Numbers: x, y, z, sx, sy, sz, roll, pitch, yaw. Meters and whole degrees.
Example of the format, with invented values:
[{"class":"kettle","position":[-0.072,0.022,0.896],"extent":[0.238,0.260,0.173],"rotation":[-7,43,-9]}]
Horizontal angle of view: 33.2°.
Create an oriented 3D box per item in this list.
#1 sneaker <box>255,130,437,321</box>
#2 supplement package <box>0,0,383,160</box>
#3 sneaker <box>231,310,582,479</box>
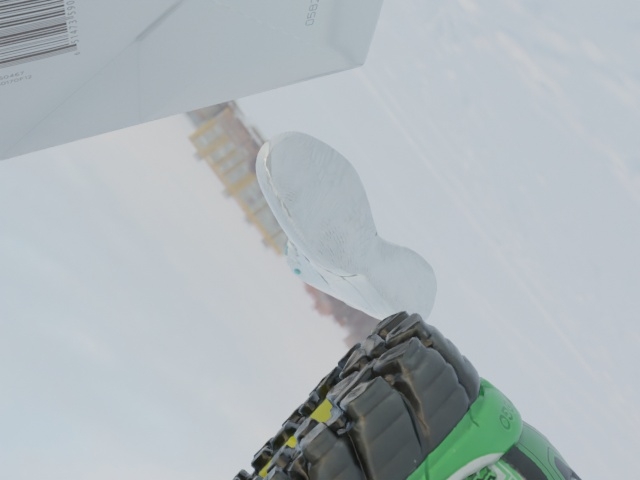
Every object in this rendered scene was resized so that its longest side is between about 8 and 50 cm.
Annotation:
[{"class":"sneaker","position":[0.000,0.000,0.824],"extent":[0.094,0.080,0.212],"rotation":[2,144,42]},{"class":"supplement package","position":[-0.100,-0.215,0.487],"extent":[0.199,0.198,0.262],"rotation":[107,143,-64]},{"class":"sneaker","position":[-0.029,0.195,0.405],"extent":[0.146,0.343,0.134],"rotation":[42,-159,0]}]
